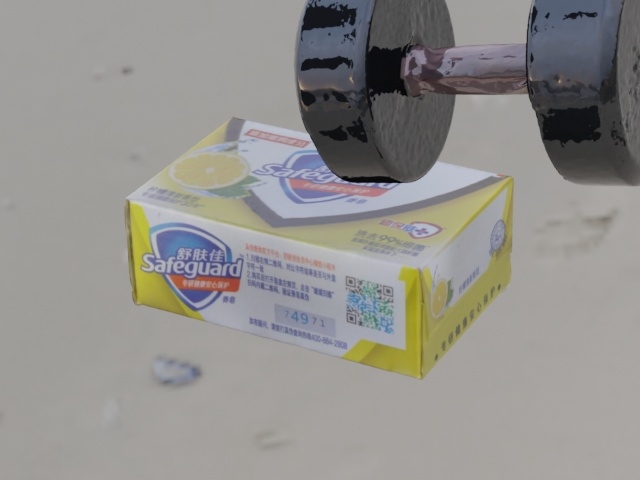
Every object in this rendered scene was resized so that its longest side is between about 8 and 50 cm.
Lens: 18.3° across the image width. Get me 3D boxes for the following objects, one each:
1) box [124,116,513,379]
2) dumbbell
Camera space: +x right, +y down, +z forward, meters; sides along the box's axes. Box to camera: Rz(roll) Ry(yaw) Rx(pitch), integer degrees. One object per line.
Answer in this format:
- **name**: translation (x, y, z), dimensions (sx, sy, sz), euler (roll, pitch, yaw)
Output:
- **box**: translation (0.000, 0.000, 1.545), dimensions (0.265, 0.097, 0.168), euler (15, 34, 28)
- **dumbbell**: translation (0.109, -0.112, 1.271), dimensions (0.218, 0.152, 0.152), euler (1, 34, 28)
